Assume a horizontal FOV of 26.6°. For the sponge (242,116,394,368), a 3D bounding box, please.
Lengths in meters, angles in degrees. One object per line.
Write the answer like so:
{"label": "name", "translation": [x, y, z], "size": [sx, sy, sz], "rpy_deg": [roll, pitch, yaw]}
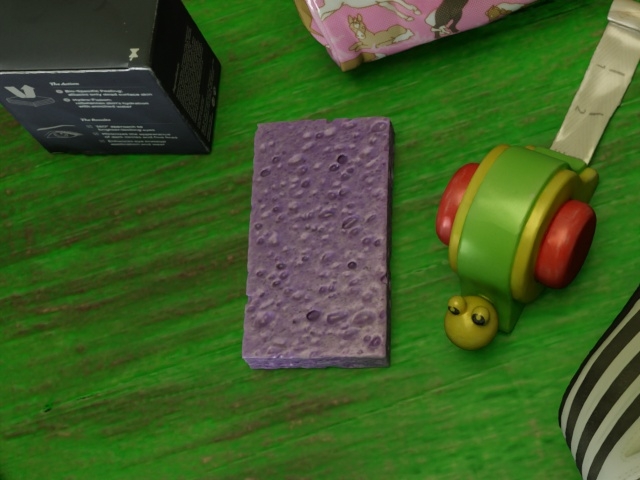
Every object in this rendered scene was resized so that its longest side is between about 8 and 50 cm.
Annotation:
{"label": "sponge", "translation": [0.000, 0.000, 1.101], "size": [0.117, 0.031, 0.210], "rpy_deg": [-3, 68, 14]}

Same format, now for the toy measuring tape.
{"label": "toy measuring tape", "translation": [0.176, -0.067, 1.036], "size": [0.121, 0.121, 0.330], "rpy_deg": [23, 77, 22]}

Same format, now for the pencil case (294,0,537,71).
{"label": "pencil case", "translation": [0.154, -0.278, 1.104], "size": [0.386, 0.167, 0.160], "rpy_deg": [-19, 33, 7]}

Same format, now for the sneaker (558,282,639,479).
{"label": "sneaker", "translation": [0.369, 0.073, 0.901], "size": [0.448, 0.169, 0.257], "rpy_deg": [-18, 47, -9]}

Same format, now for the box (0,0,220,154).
{"label": "box", "translation": [-0.183, -0.145, 1.136], "size": [0.156, 0.158, 0.093], "rpy_deg": [1, 69, 15]}
